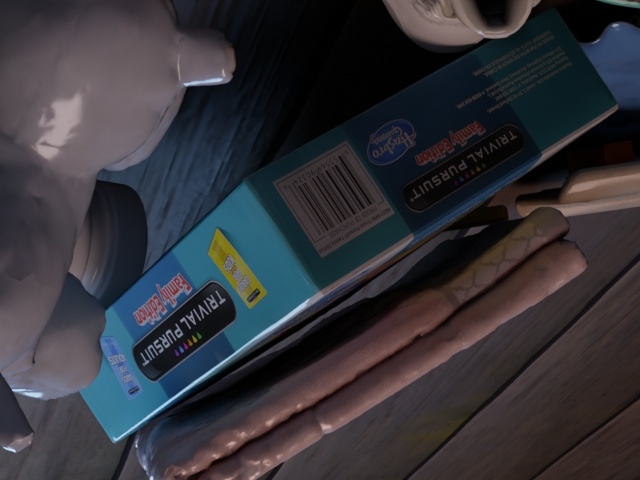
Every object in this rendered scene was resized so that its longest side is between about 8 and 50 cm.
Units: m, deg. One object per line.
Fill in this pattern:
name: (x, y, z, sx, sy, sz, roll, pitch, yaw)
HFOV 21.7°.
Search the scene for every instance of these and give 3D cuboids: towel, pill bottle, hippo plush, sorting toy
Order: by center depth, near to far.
hippo plush: (-0.188, -0.057, 0.873, 0.234, 0.237, 0.294, 26, 178, -1)
pill bottle: (-0.224, -0.006, 1.095, 0.208, 0.118, 0.117, 7, 153, -34)
towel: (0.011, 0.082, 1.188, 0.317, 0.053, 0.332, -31, -179, -8)
sorting toy: (0.242, -0.054, 1.222, 0.347, 0.047, 0.196, -8, 177, -4)

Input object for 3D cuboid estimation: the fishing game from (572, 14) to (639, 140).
fishing game: (0.216, -0.114, 1.119, 0.264, 0.041, 0.189, -18, 157, 42)

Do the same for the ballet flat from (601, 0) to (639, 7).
ballet flat: (0.245, -0.178, 0.947, 0.231, 0.077, 0.077, -2, 136, -24)

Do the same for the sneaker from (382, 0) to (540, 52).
sneaker: (0.073, -0.145, 0.877, 0.090, 0.115, 0.232, -8, 158, -3)

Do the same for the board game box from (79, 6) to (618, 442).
board game box: (0.000, 0.000, 1.077, 0.253, 0.079, 0.336, -31, 176, -32)
